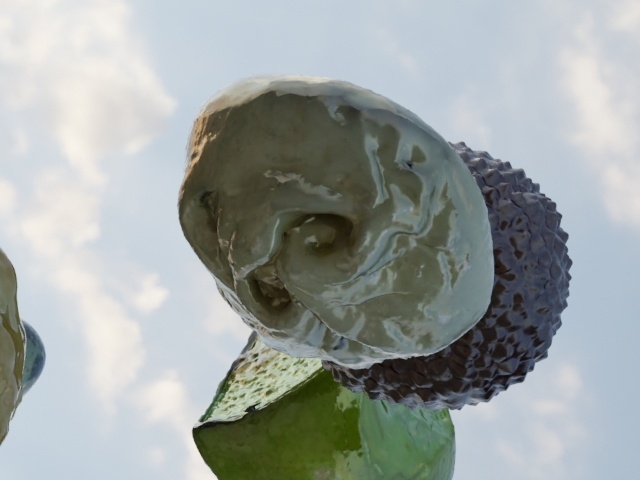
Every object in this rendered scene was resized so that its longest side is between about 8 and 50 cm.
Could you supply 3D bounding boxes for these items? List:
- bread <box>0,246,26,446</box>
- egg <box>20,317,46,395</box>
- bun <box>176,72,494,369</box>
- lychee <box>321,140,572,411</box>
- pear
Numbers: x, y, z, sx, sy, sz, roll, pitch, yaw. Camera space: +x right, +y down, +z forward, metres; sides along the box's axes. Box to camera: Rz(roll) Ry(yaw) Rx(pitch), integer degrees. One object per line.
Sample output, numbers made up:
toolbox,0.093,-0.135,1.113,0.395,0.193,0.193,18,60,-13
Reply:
bread,-0.237,0.023,0.776,0.244,0.244,0.134,29,-72,40
egg,-0.402,0.136,2.045,0.141,0.181,0.141,179,-90,-70
bun,0.000,0.000,1.172,0.231,0.133,0.231,22,-38,19
lychee,0.102,0.030,1.522,0.236,0.271,0.236,-1,-92,30
pear,0.036,0.202,1.854,0.176,0.286,0.282,-16,-66,29
